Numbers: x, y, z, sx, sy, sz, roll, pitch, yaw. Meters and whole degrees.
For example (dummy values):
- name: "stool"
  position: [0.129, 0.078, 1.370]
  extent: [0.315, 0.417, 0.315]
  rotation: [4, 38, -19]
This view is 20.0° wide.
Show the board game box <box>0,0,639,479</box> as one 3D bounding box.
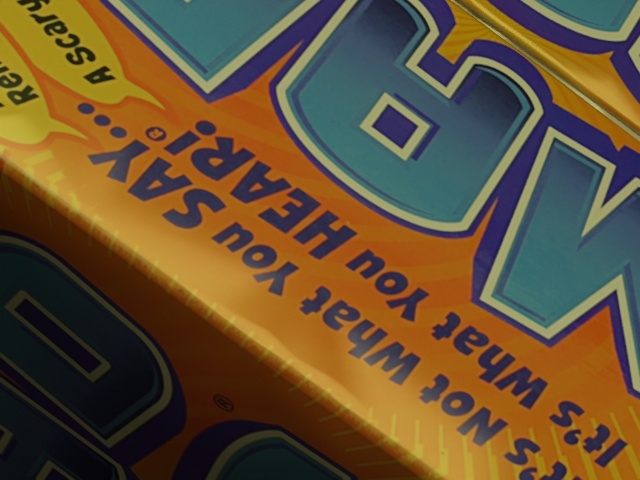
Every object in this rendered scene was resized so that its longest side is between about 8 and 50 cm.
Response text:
- name: "board game box"
  position: [0.000, 0.000, 0.829]
  extent: [0.356, 0.356, 0.356]
  rotation: [36, 54, -1]
